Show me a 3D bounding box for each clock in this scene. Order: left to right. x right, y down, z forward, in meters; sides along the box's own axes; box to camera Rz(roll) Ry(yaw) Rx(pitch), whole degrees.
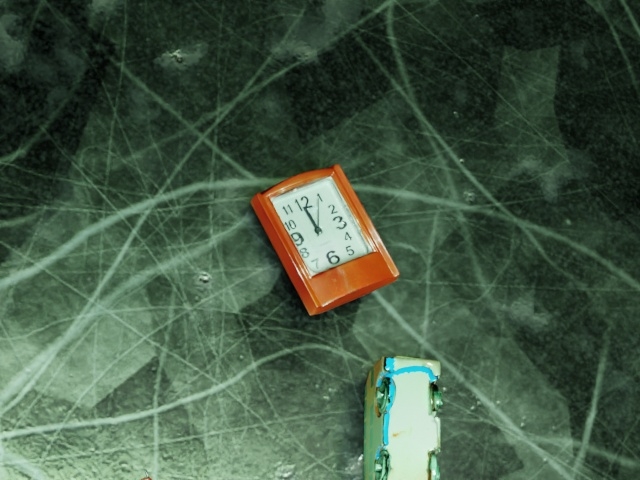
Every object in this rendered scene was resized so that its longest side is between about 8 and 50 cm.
[{"bbox_3d":[0.000,0.000,1.938,0.113,0.061,0.155,-21,75,-25],"label":"clock"}]

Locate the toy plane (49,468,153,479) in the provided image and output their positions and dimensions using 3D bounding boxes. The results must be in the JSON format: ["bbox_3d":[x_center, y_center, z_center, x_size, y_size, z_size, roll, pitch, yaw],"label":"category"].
[{"bbox_3d":[-0.240,0.274,1.694,0.126,0.194,0.077,-45,112,-51],"label":"toy plane"}]

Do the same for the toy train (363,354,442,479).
[{"bbox_3d":[0.085,0.217,1.864,0.072,0.099,0.188,8,69,-14],"label":"toy train"}]
